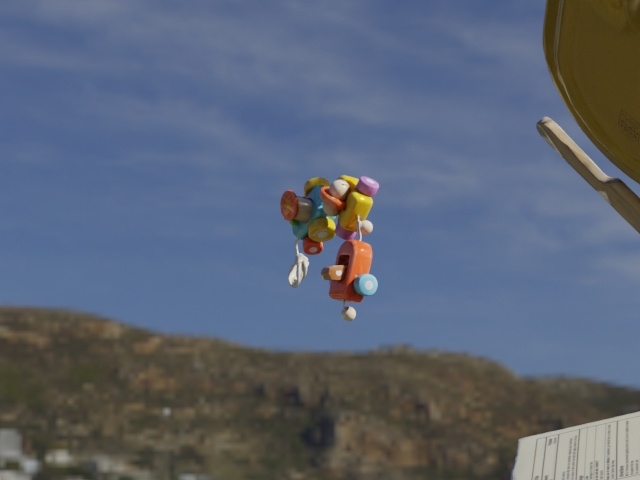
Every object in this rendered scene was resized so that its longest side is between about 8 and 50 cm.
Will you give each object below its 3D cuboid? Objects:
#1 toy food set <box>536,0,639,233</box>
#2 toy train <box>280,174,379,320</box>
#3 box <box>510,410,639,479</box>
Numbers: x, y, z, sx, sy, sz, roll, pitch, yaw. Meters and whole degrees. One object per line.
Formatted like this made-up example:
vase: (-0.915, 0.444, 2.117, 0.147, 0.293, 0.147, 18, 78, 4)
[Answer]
toy food set: (0.178, -0.090, 0.819, 0.071, 0.128, 0.218, -39, -22, -17)
toy train: (0.000, 0.000, 1.441, 0.046, 0.125, 0.166, 15, -2, -26)
box: (0.286, 0.224, 1.363, 0.232, 0.127, 0.148, -15, 14, 15)
